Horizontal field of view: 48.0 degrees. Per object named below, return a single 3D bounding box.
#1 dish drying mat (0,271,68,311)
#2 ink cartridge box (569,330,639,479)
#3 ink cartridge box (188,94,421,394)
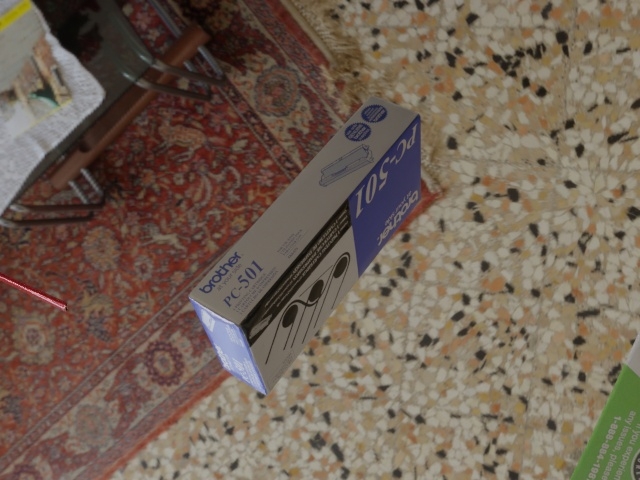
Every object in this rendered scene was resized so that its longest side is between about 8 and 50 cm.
[{"bbox_3d":[-0.308,0.053,0.765,0.083,0.032,0.008,28,70,-8],"label":"dish drying mat"},{"bbox_3d":[0.299,0.129,0.368,0.273,0.114,0.198,10,57,48],"label":"ink cartridge box"},{"bbox_3d":[0.000,0.000,0.512,0.046,0.097,0.207,26,60,25],"label":"ink cartridge box"}]
